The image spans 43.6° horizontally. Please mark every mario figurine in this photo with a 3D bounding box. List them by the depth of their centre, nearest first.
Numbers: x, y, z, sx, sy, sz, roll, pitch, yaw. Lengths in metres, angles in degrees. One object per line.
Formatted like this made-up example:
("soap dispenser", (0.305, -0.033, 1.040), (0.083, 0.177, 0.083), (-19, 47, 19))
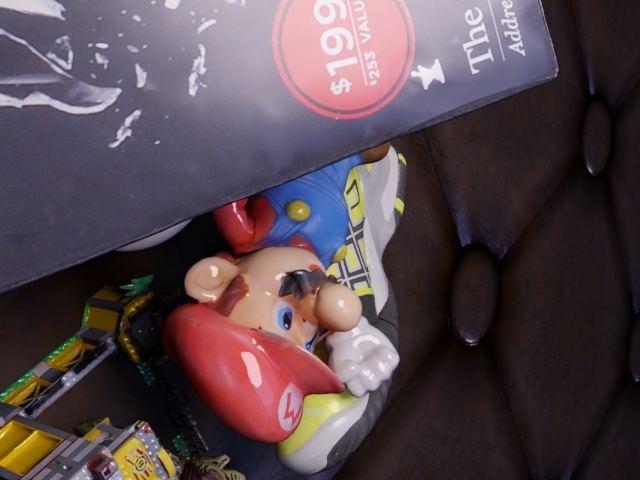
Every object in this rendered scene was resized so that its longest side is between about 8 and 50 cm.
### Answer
("mario figurine", (0.000, 0.000, 0.615), (0.198, 0.170, 0.321), (21, 57, -12))

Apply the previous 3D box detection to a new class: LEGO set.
("LEGO set", (-0.121, 0.205, 0.639), (0.255, 0.192, 0.331), (-33, 116, -43))

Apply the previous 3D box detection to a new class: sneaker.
("sneaker", (-0.016, 0.033, 0.769), (0.147, 0.145, 0.385), (30, 46, -29))

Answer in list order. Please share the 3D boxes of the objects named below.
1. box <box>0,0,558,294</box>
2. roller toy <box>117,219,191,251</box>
("box", (-0.098, -0.186, 0.396), (0.312, 0.179, 0.343), (-23, 103, -13))
("roller toy", (-0.175, -0.093, 0.593), (0.209, 0.146, 0.191), (-9, 104, -57))
